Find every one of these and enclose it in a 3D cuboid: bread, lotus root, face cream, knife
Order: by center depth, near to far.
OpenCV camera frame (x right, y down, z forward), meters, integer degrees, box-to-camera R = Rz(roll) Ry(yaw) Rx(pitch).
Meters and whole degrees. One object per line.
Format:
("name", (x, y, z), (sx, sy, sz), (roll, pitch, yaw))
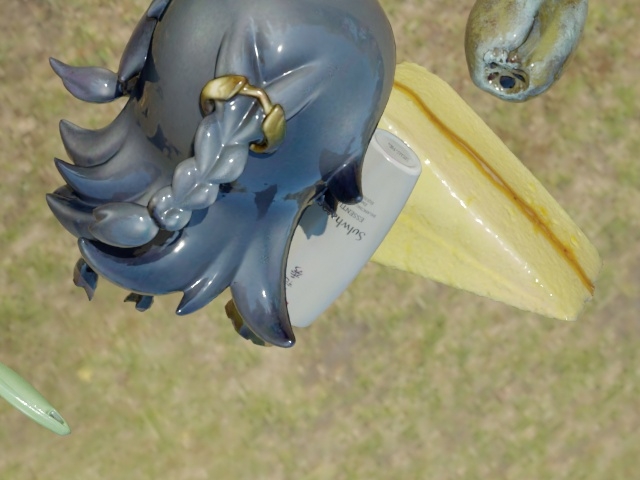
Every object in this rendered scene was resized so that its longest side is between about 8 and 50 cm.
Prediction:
("face cream", (0.000, 0.000, 1.112), (0.182, 0.072, 0.051), (-49, -176, 27))
("knife", (-0.259, 0.071, 1.142), (0.030, 0.207, 0.014), (-52, -177, -36))
("bread", (0.160, -0.054, 1.547), (0.167, 0.264, 0.163), (-51, 155, -58))
("lotus root", (0.296, -0.315, 2.225), (0.140, 0.158, 0.322), (-32, -162, 43))

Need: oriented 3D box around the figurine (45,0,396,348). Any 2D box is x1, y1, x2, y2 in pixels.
("figurine", (-0.061, -0.063, 0.994), (0.175, 0.197, 0.265), (18, 92, -35))
